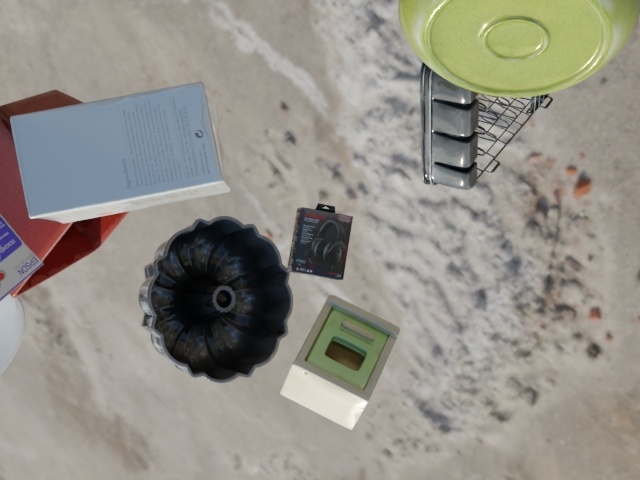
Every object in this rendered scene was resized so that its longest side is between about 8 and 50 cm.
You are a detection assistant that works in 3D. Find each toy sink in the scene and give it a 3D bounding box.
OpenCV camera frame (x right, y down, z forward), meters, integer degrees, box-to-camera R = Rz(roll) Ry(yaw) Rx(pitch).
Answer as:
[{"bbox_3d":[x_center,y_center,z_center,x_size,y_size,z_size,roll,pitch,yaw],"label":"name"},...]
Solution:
[{"bbox_3d":[0.049,0.202,1.848,0.152,0.234,0.131,27,141,4],"label":"toy sink"}]

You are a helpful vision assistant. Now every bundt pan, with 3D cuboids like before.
[{"bbox_3d":[-0.223,0.120,1.984,0.124,0.331,0.331,-8,122,53],"label":"bundt pan"}]

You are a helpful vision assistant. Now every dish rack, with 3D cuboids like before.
[{"bbox_3d":[0.228,-0.206,1.269,0.074,0.271,0.208,26,145,26],"label":"dish rack"}]

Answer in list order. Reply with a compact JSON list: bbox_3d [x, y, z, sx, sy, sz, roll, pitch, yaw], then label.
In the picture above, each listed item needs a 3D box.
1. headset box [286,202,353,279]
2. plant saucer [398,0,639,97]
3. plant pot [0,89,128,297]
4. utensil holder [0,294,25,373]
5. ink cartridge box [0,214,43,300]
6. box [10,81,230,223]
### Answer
[{"bbox_3d":[0.000,0.000,1.136,0.062,0.083,0.032,11,176,-14],"label":"headset box"},{"bbox_3d":[0.197,-0.214,0.999,0.241,0.037,0.241,6,153,3],"label":"plant saucer"},{"bbox_3d":[-0.473,-0.106,1.723,0.236,0.267,0.267,45,118,2],"label":"plant pot"},{"bbox_3d":[-0.775,0.089,1.831,0.385,0.327,0.328,37,152,32],"label":"utensil holder"},{"bbox_3d":[-0.526,0.009,1.410,0.045,0.206,0.208,-33,101,31],"label":"ink cartridge box"},{"bbox_3d":[-0.176,-0.077,0.906,0.130,0.170,0.091,162,97,-87],"label":"box"}]
